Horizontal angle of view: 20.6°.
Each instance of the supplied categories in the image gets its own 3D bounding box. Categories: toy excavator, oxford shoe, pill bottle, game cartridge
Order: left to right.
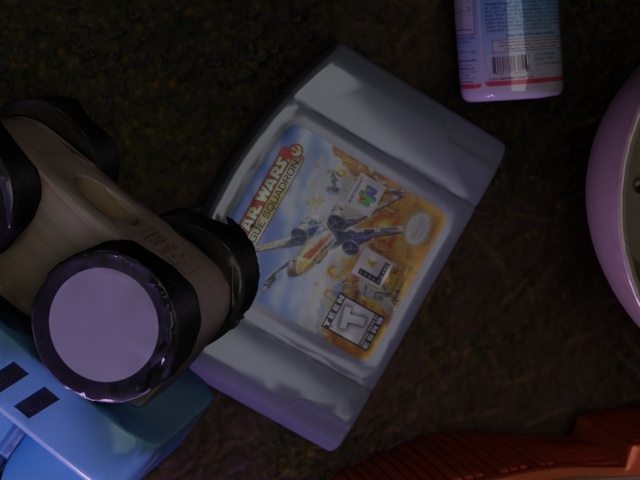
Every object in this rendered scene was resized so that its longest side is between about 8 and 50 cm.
[{"bbox_3d":[-0.217,0.173,1.319,0.433,0.222,0.445,39,106,4],"label":"toy excavator"},{"bbox_3d":[0.000,0.000,1.442,0.198,0.062,0.297,30,87,-19],"label":"game cartridge"},{"bbox_3d":[0.153,-0.196,1.445,0.087,0.087,0.160,-5,96,-14],"label":"pill bottle"},{"bbox_3d":[0.172,0.230,1.469,0.364,0.130,0.132,-6,104,-13],"label":"oxford shoe"}]

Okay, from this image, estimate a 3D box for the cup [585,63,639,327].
[{"bbox_3d":[0.347,-0.039,1.431,0.331,0.237,0.331,-1,94,-15],"label":"cup"}]
